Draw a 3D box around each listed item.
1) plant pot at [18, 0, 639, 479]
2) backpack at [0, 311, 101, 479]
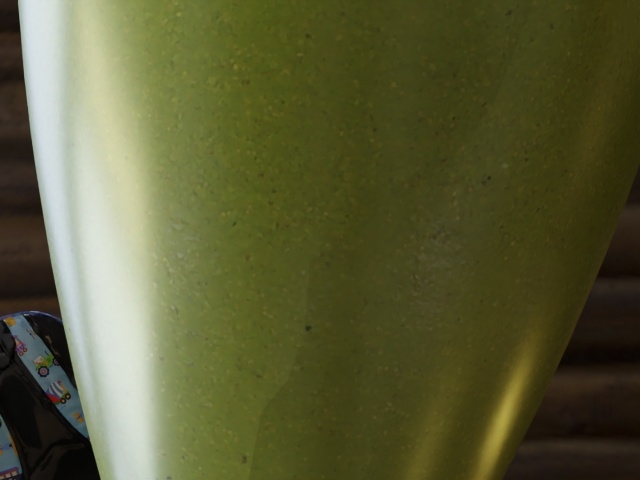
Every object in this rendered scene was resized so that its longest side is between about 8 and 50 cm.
[{"bbox_3d":[0.000,0.000,0.599,0.274,0.294,0.275,6,-168,-1],"label":"plant pot"},{"bbox_3d":[-0.242,0.152,1.173,0.158,0.117,0.173,-32,-86,-24],"label":"backpack"}]
